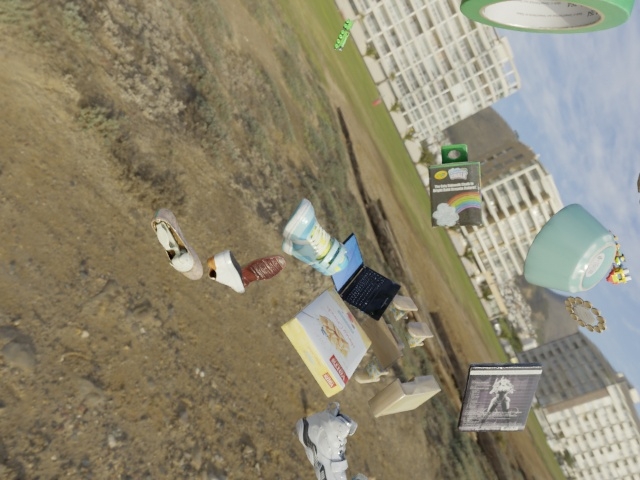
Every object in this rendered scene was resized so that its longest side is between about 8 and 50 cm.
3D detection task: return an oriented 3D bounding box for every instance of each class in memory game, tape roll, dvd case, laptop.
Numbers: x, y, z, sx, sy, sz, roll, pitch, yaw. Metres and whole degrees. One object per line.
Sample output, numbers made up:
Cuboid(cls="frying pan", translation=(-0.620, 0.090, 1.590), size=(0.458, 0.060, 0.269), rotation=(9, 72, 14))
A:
Cuboid(cls="memory game", translation=(1.092, 0.305, 1.865), size=(0.186, 0.012, 0.186), rotation=(51, -13, 16))
Cuboid(cls="tape roll", translation=(0.452, -0.493, 0.914), size=(0.321, 0.320, 0.077), rotation=(-48, 147, -73))
Cuboid(cls="dvd case", translation=(0.424, 0.378, 1.082), size=(0.018, 0.164, 0.222), rotation=(-90, 179, -60))
Cuboid(cls="laptop", translation=(0.168, 0.129, 1.703), size=(0.264, 0.137, 0.234), rotation=(30, 41, 15))

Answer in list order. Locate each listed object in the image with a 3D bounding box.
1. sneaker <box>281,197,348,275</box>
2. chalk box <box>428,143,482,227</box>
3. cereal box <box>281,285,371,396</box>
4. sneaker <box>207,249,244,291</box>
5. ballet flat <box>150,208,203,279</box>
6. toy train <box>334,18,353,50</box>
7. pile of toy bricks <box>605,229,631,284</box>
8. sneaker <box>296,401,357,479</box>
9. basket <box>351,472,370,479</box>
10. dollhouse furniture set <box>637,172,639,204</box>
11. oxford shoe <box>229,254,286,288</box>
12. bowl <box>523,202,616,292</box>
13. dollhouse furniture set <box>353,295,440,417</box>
Cuboid(cls="sneaker", translation=(0.000, 0.000, 1.318), size=(0.208, 0.127, 0.319), rotation=(31, -15, 4))
Cuboid(cls="chalk box", translation=(0.495, -0.203, 1.655), size=(0.179, 0.180, 0.290), rotation=(-24, 111, -69))
Cuboid(cls="cereal box", translation=(0.022, 0.210, 0.999), size=(0.173, 0.047, 0.240), rotation=(56, 22, 2))
Cuboid(cls="sneaker", translation=(-0.400, 0.139, 1.906), size=(0.290, 0.122, 0.106), rotation=(77, -4, -54))
Cuboid(cls="ballet flat", translation=(-0.553, 0.033, 1.716), size=(0.106, 0.107, 0.316), rotation=(-91, 156, -68))
Cuboid(cls="toy train", translation=(0.061, -0.533, 1.175), size=(0.023, 0.084, 0.017), rotation=(23, 8, -12))
Cuboid(cls="pile of toy bricks", translation=(1.147, 0.069, 1.817), size=(0.213, 0.105, 0.118), rotation=(65, 20, -12))
Cuboid(cls="sneaker", translation=(0.069, 0.831, 1.782), size=(0.366, 0.210, 0.137), rotation=(57, 11, 24))
Cuboid(cls="basket", translation=(0.122, 0.883, 1.343), size=(0.254, 0.289, 0.201), rotation=(31, -7, 11))
Cuboid(cls="dollhouse furniture set", translation=(0.824, -0.152, 1.089), size=(0.091, 0.081, 0.114), rotation=(-65, 147, -36))
Cuboid(cls="oxford shoe", translation=(-0.326, 0.136, 2.324), size=(0.123, 0.347, 0.130), rotation=(61, 21, -23))
Cuboid(cls="bowl", translation=(0.848, 0.052, 1.502), size=(0.163, 0.311, 0.311), rotation=(42, -4, 45))
Cuboid(cls="dollhouse furniture set", translation=(0.266, 0.481, 1.846), size=(0.256, 0.362, 0.395), rotation=(11, 41, -44))
